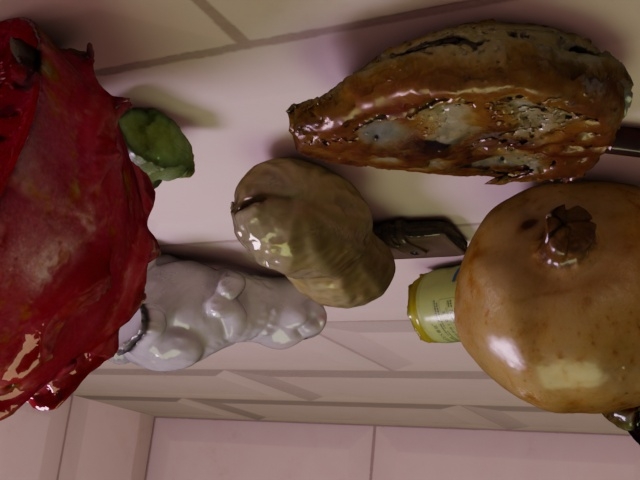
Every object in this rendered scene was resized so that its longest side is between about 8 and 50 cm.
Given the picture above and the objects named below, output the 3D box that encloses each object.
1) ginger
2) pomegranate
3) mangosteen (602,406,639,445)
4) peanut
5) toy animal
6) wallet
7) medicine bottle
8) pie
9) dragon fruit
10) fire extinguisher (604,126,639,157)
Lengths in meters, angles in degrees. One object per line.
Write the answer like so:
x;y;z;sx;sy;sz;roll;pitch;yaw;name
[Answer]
-0.260;-0.081;1.065;0.290;0.089;0.137;-10;175;32;ginger
0.295;0.065;1.056;0.307;0.307;0.307;5;162;2;pomegranate
0.559;0.212;1.406;0.288;0.288;0.288;5;162;2;mangosteen
0.000;0.000;1.136;0.149;0.149;0.313;-1;156;20;peanut
-0.174;0.122;1.537;0.357;0.194;0.258;8;154;-33;toy animal
0.116;0.003;1.279;0.152;0.039;0.118;-2;163;27;wallet
0.237;0.087;1.374;0.124;0.124;0.239;20;158;-37;medicine bottle
0.135;-0.113;0.833;0.308;0.085;0.308;2;165;0;pie
-0.290;0.000;0.841;0.371;0.386;0.249;-33;133;21;dragon fruit
0.349;-0.097;0.912;0.173;0.035;0.049;7;124;-2;fire extinguisher
